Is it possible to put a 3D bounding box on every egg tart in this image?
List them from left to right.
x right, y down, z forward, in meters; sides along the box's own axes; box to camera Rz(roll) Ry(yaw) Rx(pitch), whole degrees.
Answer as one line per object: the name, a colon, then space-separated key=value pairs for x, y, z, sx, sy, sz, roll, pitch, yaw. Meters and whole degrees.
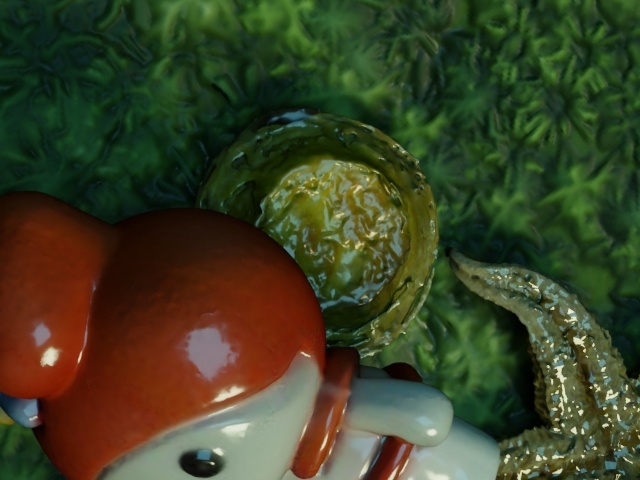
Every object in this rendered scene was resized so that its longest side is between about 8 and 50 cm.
egg tart: x=0.000 y=0.000 z=0.765 sx=0.130 sy=0.052 sz=0.130 roll=0 pitch=92 yaw=-15

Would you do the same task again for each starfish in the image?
starfish: x=0.140 y=0.078 z=0.813 sx=0.247 sy=0.050 sz=0.138 roll=7 pitch=87 yaw=-20

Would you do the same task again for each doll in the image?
doll: x=-0.065 y=0.054 z=0.689 sx=0.290 sy=0.161 sz=0.130 roll=26 pitch=60 yaw=-12
